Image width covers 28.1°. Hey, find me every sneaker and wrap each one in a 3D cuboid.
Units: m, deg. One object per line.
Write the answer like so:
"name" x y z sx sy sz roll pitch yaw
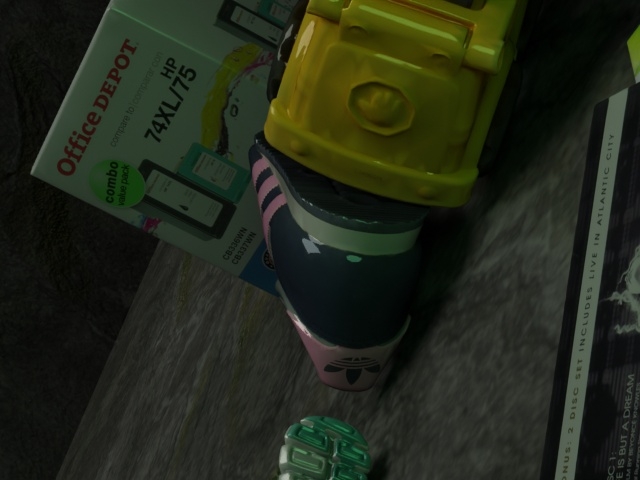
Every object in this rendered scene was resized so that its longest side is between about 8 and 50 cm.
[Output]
"sneaker" -0.012 0.184 0.709 0.076 0.065 0.166 104 -173 -52
"sneaker" 0.000 0.000 0.907 0.319 0.112 0.131 -102 18 -74

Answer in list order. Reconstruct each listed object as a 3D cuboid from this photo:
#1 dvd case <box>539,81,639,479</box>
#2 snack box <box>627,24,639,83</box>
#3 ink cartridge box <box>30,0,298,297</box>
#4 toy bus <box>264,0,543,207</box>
"dvd case" 0.141 0.001 0.377 0.221 0.018 0.165 -28 47 62
"snack box" 0.168 -0.077 0.495 0.100 0.037 0.141 -58 13 34
"ink cartridge box" -0.085 -0.119 1.166 0.198 0.270 0.197 -56 13 34
"toy bus" 0.066 -0.166 0.759 0.211 0.149 0.220 101 -171 -56
